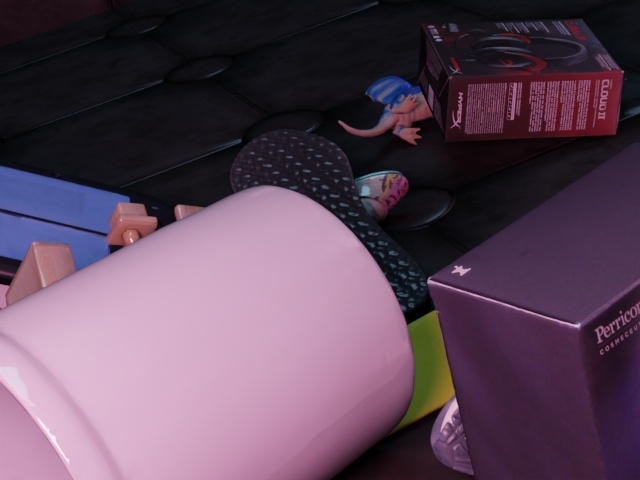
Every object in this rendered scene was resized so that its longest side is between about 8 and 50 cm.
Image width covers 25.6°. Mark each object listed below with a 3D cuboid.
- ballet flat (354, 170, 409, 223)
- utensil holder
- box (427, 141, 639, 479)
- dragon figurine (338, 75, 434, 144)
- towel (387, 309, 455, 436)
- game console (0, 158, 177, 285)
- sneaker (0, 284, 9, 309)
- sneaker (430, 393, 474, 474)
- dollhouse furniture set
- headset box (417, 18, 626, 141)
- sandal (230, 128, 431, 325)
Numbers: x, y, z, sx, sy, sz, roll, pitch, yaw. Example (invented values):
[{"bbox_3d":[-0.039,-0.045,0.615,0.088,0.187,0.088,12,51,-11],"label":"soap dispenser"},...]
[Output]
[{"bbox_3d":[0.022,-0.034,2.001,0.222,0.077,0.079,-14,42,14],"label":"ballet flat"},{"bbox_3d":[-0.146,0.155,1.385,0.385,0.327,0.328,-31,29,-35],"label":"utensil holder"},{"bbox_3d":[0.280,0.111,1.260,0.296,0.294,0.183,-32,29,-31],"label":"box"},{"bbox_3d":[0.130,-0.218,2.297,0.289,0.085,0.144,-26,26,-24],"label":"dragon figurine"},{"bbox_3d":[0.139,0.127,1.568,0.237,0.021,0.102,-26,69,-22],"label":"towel"},{"bbox_3d":[-0.382,-0.016,1.981,0.387,0.060,0.342,13,19,-14],"label":"game console"},{"bbox_3d":[-0.457,0.026,2.037,0.235,0.153,0.094,-8,27,16],"label":"sneaker"},{"bbox_3d":[0.205,0.158,1.469,0.283,0.110,0.122,-31,11,-36],"label":"sneaker"},{"bbox_3d":[-0.182,0.121,1.677,0.356,0.303,0.173,5,49,-33],"label":"dollhouse furniture set"},{"bbox_3d":[0.312,-0.247,2.140,0.293,0.110,0.218,-2,31,-7],"label":"headset box"},{"bbox_3d":[-0.002,0.001,1.866,0.168,0.107,0.445,-15,41,-15],"label":"sandal"}]
